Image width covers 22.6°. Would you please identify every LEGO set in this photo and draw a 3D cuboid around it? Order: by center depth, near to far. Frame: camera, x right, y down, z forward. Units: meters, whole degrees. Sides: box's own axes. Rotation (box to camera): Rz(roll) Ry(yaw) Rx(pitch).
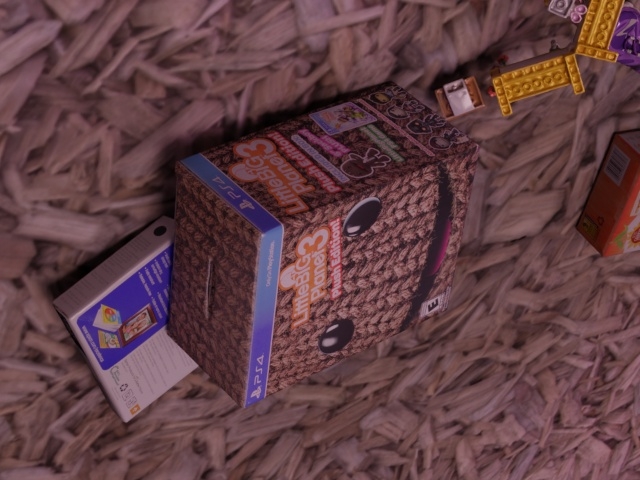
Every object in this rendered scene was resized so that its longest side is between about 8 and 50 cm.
[{"bbox_3d":[0.250,-0.232,1.758,0.132,0.107,0.287,34,111,-15],"label":"LEGO set"}]

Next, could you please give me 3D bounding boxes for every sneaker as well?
[{"bbox_3d":[0.375,-0.223,1.857,0.170,0.071,0.068,16,116,-45],"label":"sneaker"}]

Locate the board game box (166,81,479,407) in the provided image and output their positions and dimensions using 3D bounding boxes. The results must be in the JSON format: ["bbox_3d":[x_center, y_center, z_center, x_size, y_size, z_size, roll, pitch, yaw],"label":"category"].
[{"bbox_3d":[0.000,0.000,1.680,0.291,0.141,0.232,-23,137,-33],"label":"board game box"}]

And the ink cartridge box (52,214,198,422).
[{"bbox_3d":[-0.167,0.072,1.725,0.208,0.045,0.206,-37,143,-16],"label":"ink cartridge box"}]

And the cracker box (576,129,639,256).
[{"bbox_3d":[0.458,-0.072,2.073,0.232,0.067,0.155,-9,133,-31],"label":"cracker box"}]
